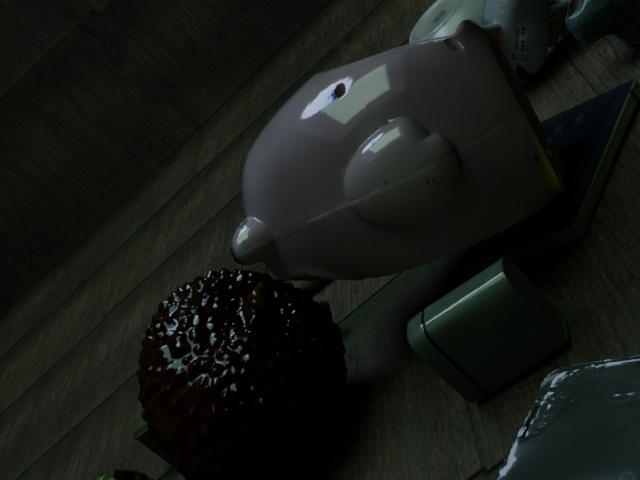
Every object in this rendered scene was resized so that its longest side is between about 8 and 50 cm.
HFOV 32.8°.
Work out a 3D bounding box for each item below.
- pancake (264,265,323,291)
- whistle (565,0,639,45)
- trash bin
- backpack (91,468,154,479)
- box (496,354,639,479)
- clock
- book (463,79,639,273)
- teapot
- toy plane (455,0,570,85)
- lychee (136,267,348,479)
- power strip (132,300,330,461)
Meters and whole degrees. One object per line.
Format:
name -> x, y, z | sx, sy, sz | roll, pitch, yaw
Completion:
pancake -> 0.001, 0.001, 1.845 | 0.282, 0.049, 0.282 | -44, 18, 19
whistle -> 0.490, -0.433, 1.465 | 0.405, 0.168, 0.188 | -40, 19, 22
trash bin -> 0.176, 0.095, 1.146 | 0.130, 0.116, 0.059 | -37, 22, 25
backpack -> -0.247, 0.398, 1.331 | 0.140, 0.207, 0.253 | -21, 21, 24
box -> 0.253, 0.171, 0.792 | 0.243, 0.135, 0.163 | -20, 32, 55
clock -> 0.075, -0.102, 1.322 | 0.377, 0.250, 0.368 | -24, 7, 16
book -> 0.297, -0.080, 1.389 | 0.191, 0.025, 0.269 | -23, 30, 52
teapot -> 0.254, -0.354, 1.882 | 0.298, 0.139, 0.204 | -44, 17, 15
toy plane -> 0.305, -0.337, 1.646 | 0.244, 0.245, 0.117 | -46, 48, 3
lychee -> -0.102, 0.174, 1.361 | 0.275, 0.276, 0.304 | -78, 1, -57
power strip -> -0.126, 0.208, 1.622 | 0.387, 0.092, 0.066 | -40, 20, 21
